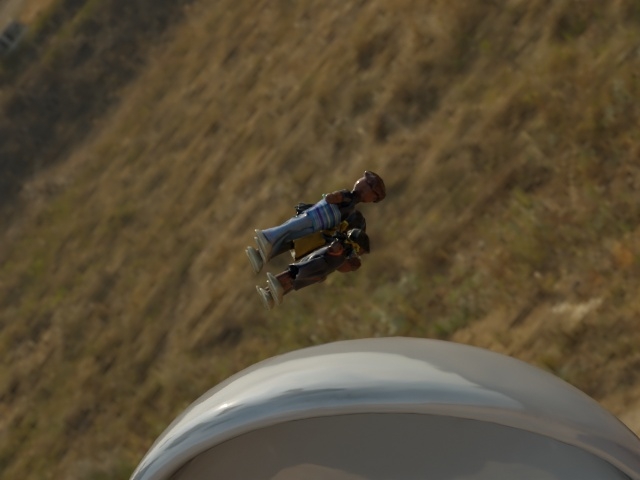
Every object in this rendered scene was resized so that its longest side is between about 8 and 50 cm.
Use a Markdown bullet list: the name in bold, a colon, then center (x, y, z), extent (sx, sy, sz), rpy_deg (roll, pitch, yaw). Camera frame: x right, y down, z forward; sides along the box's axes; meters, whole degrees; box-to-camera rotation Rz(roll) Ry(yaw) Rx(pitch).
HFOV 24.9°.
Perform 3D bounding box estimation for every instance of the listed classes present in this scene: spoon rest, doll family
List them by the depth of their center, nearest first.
- **spoon rest**: center (0.005, 0.112, 0.410), extent (0.276, 0.137, 0.084), rpy_deg (110, 166, -55)
- **doll family**: center (0.000, 0.000, 1.190), extent (0.111, 0.076, 0.193), rpy_deg (-23, 0, -10)
